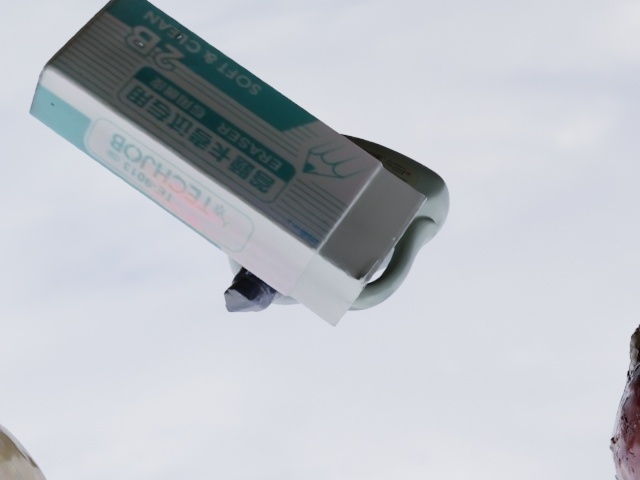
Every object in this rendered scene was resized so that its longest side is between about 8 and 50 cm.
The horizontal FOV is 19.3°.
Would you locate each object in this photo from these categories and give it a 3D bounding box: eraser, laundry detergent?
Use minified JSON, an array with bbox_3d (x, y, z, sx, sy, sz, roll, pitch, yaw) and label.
[{"bbox_3d":[-0.055,-0.052,1.110,0.095,0.225,0.052,-53,178,-43],"label":"eraser"},{"bbox_3d":[0.000,0.000,2.035,0.215,0.105,0.280,21,-140,20],"label":"laundry detergent"}]

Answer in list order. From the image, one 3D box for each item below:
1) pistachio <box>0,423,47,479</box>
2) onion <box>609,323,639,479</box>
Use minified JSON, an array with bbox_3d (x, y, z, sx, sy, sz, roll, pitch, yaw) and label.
[{"bbox_3d":[-0.304,0.211,1.506,0.157,0.229,0.157,-29,-143,25],"label":"pistachio"},{"bbox_3d":[0.268,0.111,1.271,0.184,0.184,0.147,-18,-124,-18],"label":"onion"}]
